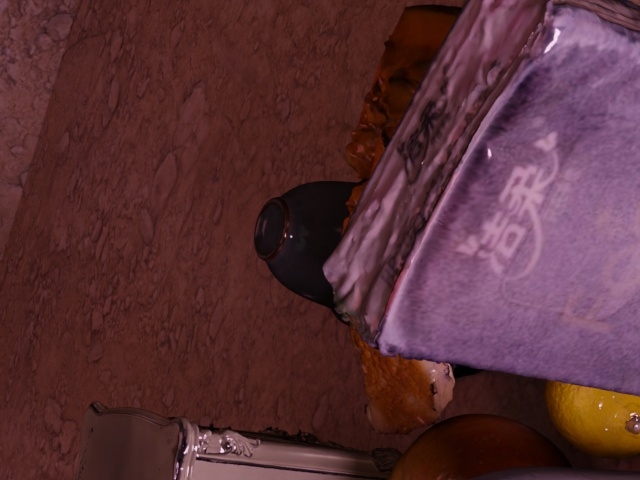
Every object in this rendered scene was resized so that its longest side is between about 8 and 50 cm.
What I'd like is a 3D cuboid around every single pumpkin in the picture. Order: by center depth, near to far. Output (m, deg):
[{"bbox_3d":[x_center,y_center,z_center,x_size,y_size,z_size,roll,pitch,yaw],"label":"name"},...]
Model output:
[{"bbox_3d":[0.151,-0.067,1.327,0.225,0.256,0.303,114,174,-51],"label":"pumpkin"}]

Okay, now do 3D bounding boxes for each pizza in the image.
[{"bbox_3d":[0.086,0.108,1.284,0.147,0.069,0.226,26,137,49],"label":"pizza"}]

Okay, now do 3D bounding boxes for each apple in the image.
[{"bbox_3d":[0.153,0.279,1.283,0.235,0.173,0.210,136,138,-58],"label":"apple"}]

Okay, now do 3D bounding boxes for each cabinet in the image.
[{"bbox_3d":[-0.088,0.319,1.529,0.290,0.318,0.227,-5,77,60],"label":"cabinet"}]

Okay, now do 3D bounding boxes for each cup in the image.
[{"bbox_3d":[0.000,0.000,1.664,0.199,0.150,0.199,-28,56,53],"label":"cup"}]

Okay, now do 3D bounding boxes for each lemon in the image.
[{"bbox_3d":[0.261,0.143,1.209,0.133,0.109,0.109,-142,67,-73],"label":"lemon"}]

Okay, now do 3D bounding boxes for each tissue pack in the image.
[{"bbox_3d":[0.236,-0.025,1.027,0.288,0.394,0.124,-63,33,21],"label":"tissue pack"}]

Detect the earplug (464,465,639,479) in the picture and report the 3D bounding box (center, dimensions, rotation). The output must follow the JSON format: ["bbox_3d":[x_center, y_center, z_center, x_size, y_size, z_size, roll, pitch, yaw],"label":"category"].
[{"bbox_3d":[0.200,0.251,1.054,0.185,0.324,0.185,-28,56,54],"label":"earplug"}]

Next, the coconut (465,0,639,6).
[{"bbox_3d":[0.262,-0.313,1.232,0.297,0.255,0.297,-48,24,29],"label":"coconut"}]

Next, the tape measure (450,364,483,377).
[{"bbox_3d":[0.109,0.067,1.490,0.207,0.115,0.235,-44,44,41],"label":"tape measure"}]
